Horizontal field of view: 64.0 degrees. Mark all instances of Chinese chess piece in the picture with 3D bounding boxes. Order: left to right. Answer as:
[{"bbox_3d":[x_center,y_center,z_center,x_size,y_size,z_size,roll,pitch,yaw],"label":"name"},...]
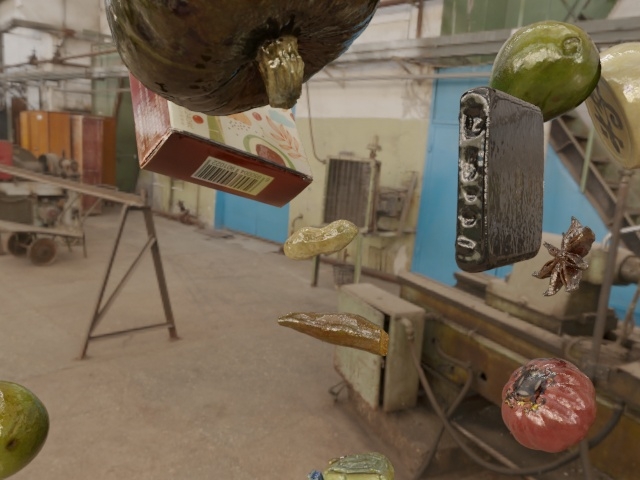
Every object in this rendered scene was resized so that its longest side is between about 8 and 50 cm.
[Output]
[{"bbox_3d":[0.634,-0.272,1.043,0.104,0.257,0.257,-25,3,16],"label":"Chinese chess piece"}]

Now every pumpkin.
[{"bbox_3d":[-0.061,-0.209,0.464,0.260,0.189,0.260,-22,-9,-4],"label":"pumpkin"}]

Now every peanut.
[{"bbox_3d":[0.000,0.000,1.679,0.263,0.101,0.117,-13,-17,12],"label":"peanut"}]

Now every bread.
[{"bbox_3d":[0.084,0.518,1.129,0.156,0.064,0.117,-1,3,-7],"label":"bread"}]

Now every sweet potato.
[{"bbox_3d":[0.031,0.181,1.073,0.243,0.077,0.077,17,10,-2],"label":"sweet potato"}]

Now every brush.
[{"bbox_3d":[0.019,0.597,1.146,0.030,0.179,0.033,-22,2,22],"label":"brush"}]

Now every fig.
[{"bbox_3d":[0.393,-0.293,0.922,0.181,0.191,0.181,28,27,-15],"label":"fig"}]

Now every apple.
[{"bbox_3d":[-0.632,0.368,0.985,0.196,0.196,0.157,4,39,-2],"label":"apple"}]

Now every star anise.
[{"bbox_3d":[0.404,0.033,0.840,0.042,0.141,0.141,21,10,-2],"label":"star anise"}]

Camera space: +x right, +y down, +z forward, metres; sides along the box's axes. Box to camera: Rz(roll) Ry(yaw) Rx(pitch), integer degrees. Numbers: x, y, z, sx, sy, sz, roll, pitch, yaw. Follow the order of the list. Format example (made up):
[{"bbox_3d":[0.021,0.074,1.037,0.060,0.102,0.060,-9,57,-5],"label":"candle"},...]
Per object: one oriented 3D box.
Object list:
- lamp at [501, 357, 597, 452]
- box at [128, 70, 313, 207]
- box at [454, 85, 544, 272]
[{"bbox_3d":[0.434,0.313,0.970,0.140,0.182,0.182,40,3,-14],"label":"lamp"},{"bbox_3d":[-0.219,-0.288,1.103,0.344,0.385,0.122,14,-41,-44],"label":"box"},{"bbox_3d":[0.137,-0.043,0.383,0.027,0.126,0.125,3,6,40],"label":"box"}]
